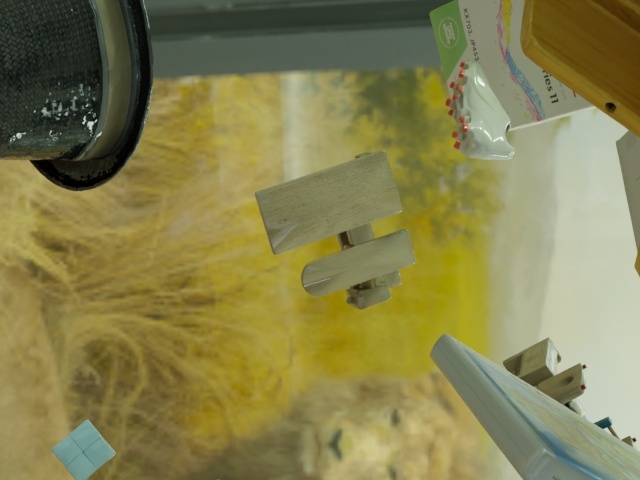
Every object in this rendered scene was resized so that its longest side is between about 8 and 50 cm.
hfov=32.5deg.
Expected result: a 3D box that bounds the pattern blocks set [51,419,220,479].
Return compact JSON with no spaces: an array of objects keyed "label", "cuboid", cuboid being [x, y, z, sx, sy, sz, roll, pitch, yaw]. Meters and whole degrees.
[{"label":"pattern blocks set","cuboid":[-0.182,0.348,1.051,0.285,0.325,0.026,-50,-176,-14]}]

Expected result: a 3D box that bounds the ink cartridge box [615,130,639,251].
[{"label":"ink cartridge box","cuboid":[0.491,-0.076,1.243,0.309,0.130,0.272,126,-31,-54]}]

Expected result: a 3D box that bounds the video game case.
[{"label":"video game case","cuboid":[0.174,0.141,0.685,0.023,0.193,0.212,-57,-167,6]}]

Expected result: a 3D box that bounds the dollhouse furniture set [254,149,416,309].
[{"label":"dollhouse furniture set","cuboid":[0.000,0.000,1.033,0.151,0.123,0.144,-161,-127,-72]}]

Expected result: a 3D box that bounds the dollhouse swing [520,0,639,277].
[{"label":"dollhouse swing","cuboid":[0.299,-0.179,0.989,0.305,0.315,0.347,-54,179,-23]}]

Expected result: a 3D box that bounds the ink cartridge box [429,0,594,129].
[{"label":"ink cartridge box","cuboid":[0.322,-0.274,1.508,0.119,0.353,0.207,-17,93,-33]}]

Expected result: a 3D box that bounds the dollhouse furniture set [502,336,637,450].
[{"label":"dollhouse furniture set","cuboid":[0.313,0.217,1.395,0.129,0.129,0.184,54,24,-10]}]

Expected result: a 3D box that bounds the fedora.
[{"label":"fedora","cuboid":[-0.314,-0.202,1.097,0.152,0.334,0.334,-21,112,-45]}]

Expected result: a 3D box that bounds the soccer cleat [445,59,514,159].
[{"label":"soccer cleat","cuboid":[0.210,-0.167,1.438,0.196,0.076,0.068,-86,-164,-50]}]
